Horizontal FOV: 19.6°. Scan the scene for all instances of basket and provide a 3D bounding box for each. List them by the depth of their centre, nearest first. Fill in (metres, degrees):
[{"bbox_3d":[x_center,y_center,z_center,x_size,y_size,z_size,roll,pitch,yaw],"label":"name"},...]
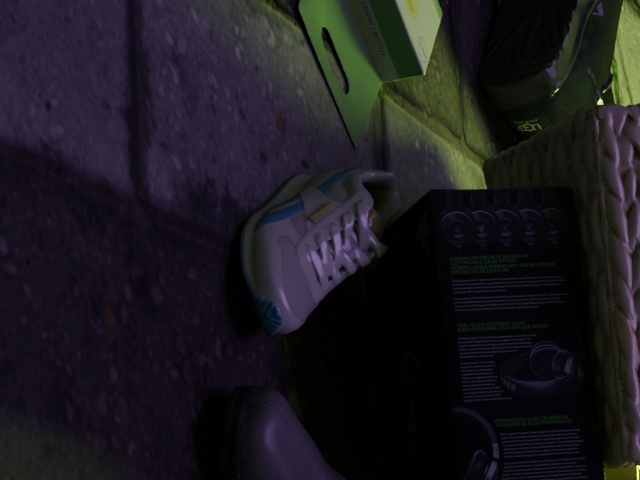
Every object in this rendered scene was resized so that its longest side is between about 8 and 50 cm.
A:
[{"bbox_3d":[0.324,0.051,1.669,0.328,0.267,0.331,150,-65,-76],"label":"basket"}]

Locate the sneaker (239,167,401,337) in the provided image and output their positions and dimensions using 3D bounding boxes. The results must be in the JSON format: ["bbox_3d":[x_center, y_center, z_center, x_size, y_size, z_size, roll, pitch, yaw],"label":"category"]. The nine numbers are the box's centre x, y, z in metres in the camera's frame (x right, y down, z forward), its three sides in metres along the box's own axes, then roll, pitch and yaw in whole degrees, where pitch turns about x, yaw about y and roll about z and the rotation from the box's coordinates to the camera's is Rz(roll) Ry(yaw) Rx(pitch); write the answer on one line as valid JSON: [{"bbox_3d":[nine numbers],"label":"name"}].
[{"bbox_3d":[0.000,0.000,1.534,0.228,0.092,0.087,-61,137,-56],"label":"sneaker"}]

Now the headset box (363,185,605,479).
[{"bbox_3d":[0.135,0.097,1.617,0.246,0.131,0.283,138,-51,-73],"label":"headset box"}]

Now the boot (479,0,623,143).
[{"bbox_3d":[0.366,-0.141,2.363,0.445,0.146,0.367,58,46,-33],"label":"boot"}]

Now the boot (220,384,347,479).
[{"bbox_3d":[0.072,0.230,1.441,0.118,0.223,0.338,-74,146,-45],"label":"boot"}]

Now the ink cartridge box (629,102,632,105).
[{"bbox_3d":[0.403,-0.112,2.578,0.181,0.062,0.104,-53,130,-59],"label":"ink cartridge box"}]

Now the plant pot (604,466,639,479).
[{"bbox_3d":[0.263,0.239,1.939,0.212,0.187,0.212,57,31,-44],"label":"plant pot"}]

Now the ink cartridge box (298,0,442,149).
[{"bbox_3d":[0.053,-0.225,1.805,0.235,0.056,0.171,-73,147,-51],"label":"ink cartridge box"}]
